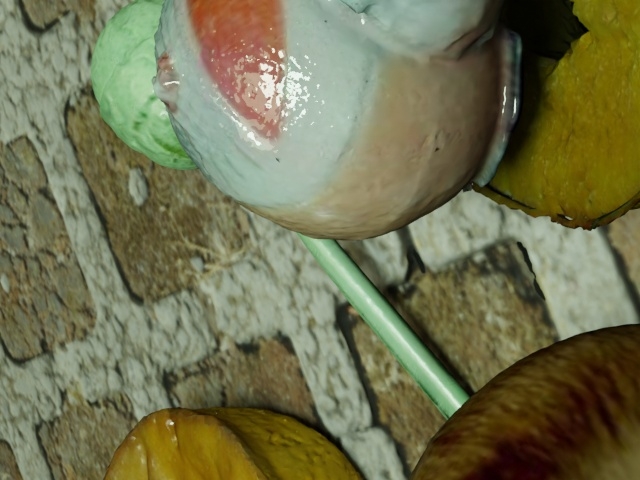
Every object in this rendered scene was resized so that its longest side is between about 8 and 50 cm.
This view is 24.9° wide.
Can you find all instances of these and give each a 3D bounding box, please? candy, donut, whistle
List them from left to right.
[{"bbox_3d":[-0.055,0.244,1.109,0.278,0.108,0.277,21,119,43],"label":"donut"},{"bbox_3d":[0.000,0.000,0.981,0.440,0.119,0.119,49,135,14],"label":"candy"},{"bbox_3d":[0.027,-0.124,0.681,0.189,0.189,0.348,56,137,18],"label":"whistle"},{"bbox_3d":[0.141,-0.130,0.737,0.272,0.107,0.272,28,122,59],"label":"donut"}]

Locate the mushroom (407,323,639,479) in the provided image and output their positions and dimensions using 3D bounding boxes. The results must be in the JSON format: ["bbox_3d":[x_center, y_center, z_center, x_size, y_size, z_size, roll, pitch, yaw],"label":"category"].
[{"bbox_3d":[0.211,0.168,0.637,0.331,0.334,0.356,58,153,11],"label":"mushroom"}]
